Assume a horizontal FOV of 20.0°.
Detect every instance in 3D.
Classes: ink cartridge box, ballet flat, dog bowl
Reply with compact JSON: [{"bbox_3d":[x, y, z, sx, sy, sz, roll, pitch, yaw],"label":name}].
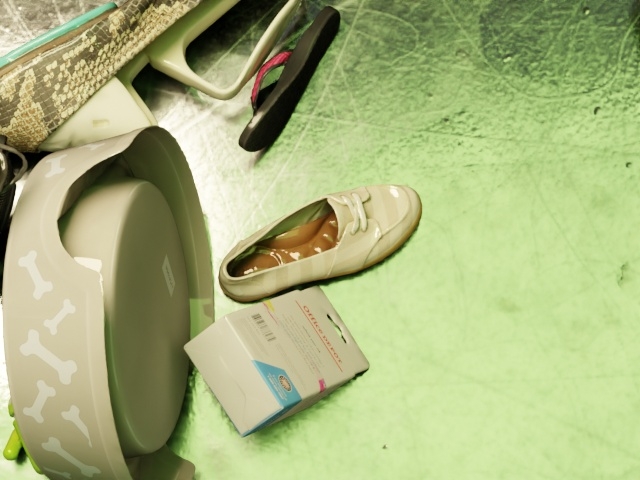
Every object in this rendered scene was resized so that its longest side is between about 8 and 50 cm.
[{"bbox_3d":[-0.038,0.113,1.750,0.061,0.181,0.104,-38,79,29],"label":"ink cartridge box"},{"bbox_3d":[-0.162,-0.198,1.803,0.483,0.164,0.182,-40,93,-10],"label":"ballet flat"},{"bbox_3d":[-0.189,0.069,1.657,0.102,0.349,0.348,-2,78,11],"label":"dog bowl"}]

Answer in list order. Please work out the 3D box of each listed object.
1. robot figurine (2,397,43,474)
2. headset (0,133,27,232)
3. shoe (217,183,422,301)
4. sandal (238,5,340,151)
[{"bbox_3d":[-0.259,0.181,1.762,0.101,0.067,0.115,-31,79,25],"label":"robot figurine"},{"bbox_3d":[-0.390,-0.035,1.654,0.243,0.394,0.185,20,76,-35],"label":"headset"},{"bbox_3d":[0.000,0.000,1.799,0.219,0.058,0.076,-24,70,-3],"label":"shoe"},{"bbox_3d":[-0.039,-0.165,1.838,0.040,0.067,0.179,27,72,13],"label":"sandal"}]
